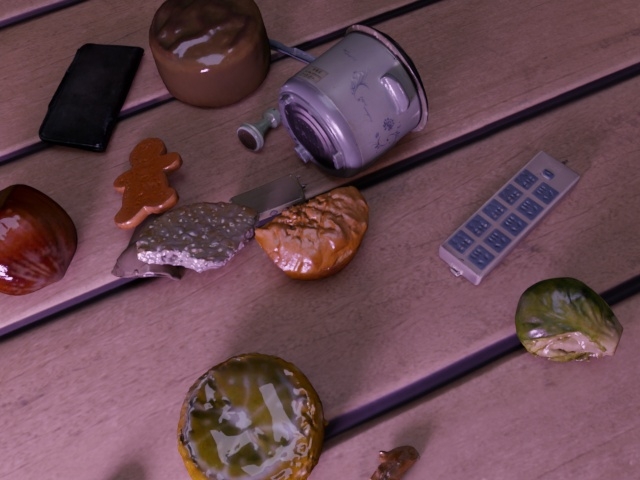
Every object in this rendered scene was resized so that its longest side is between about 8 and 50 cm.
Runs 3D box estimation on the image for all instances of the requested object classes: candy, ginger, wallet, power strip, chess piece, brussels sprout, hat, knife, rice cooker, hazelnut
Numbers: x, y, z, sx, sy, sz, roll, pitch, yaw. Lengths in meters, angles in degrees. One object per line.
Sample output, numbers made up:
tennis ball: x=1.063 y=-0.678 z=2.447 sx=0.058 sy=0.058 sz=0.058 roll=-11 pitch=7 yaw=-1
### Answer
candy: x=-0.118 y=0.322 z=1.161 sx=0.260 sy=0.118 sz=0.259 roll=-3 pitch=63 yaw=6
ginger: x=0.114 y=0.399 z=1.141 sx=0.057 sy=0.044 sz=0.137 roll=10 pitch=50 yaw=43
wallet: x=-0.543 y=-0.346 z=1.610 sx=0.172 sy=0.045 sz=0.318 roll=7 pitch=60 yaw=4
power strip: x=-0.106 y=-0.087 z=1.443 sx=0.169 sy=0.028 sz=0.076 roll=-21 pitch=61 yaw=-7
power strip: x=0.393 y=-0.057 z=1.387 sx=0.367 sy=0.043 sz=0.106 roll=-41 pitch=66 yaw=-19
chess piece: x=-0.133 y=-0.256 z=1.526 sx=0.067 sy=0.067 sz=0.103 roll=30 pitch=58 yaw=19
brussels sprout: x=0.445 y=0.138 z=1.219 sx=0.183 sy=0.131 sz=0.145 roll=2 pitch=65 yaw=10
hat: x=-0.354 y=0.006 z=1.370 sx=0.147 sy=0.085 sz=0.175 roll=0 pitch=61 yaw=5
knife: x=-0.070 y=-0.465 z=1.669 sx=0.210 sy=0.015 sz=0.028 roll=28 pitch=60 yaw=17
rice cooker: x=0.077 y=-0.293 z=1.423 sx=0.317 sy=0.264 sz=0.316 roll=-28 pitch=23 yaw=13
hazelnut: x=-0.600 y=0.003 z=1.351 sx=0.181 sy=0.181 sz=0.212 roll=15 pitch=56 yaw=44

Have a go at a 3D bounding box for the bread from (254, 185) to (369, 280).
bread: x=0.000 y=0.000 z=1.332 sx=0.229 sy=0.143 sz=0.139 roll=-26 pitch=73 yaw=-8

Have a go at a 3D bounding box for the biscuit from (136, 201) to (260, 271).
biscuit: x=-0.234 y=-0.007 z=1.338 sx=0.265 sy=0.040 sz=0.188 roll=-17 pitch=48 yaw=-24

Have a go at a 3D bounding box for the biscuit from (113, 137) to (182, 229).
biscuit: x=-0.369 y=-0.132 z=1.459 sx=0.165 sy=0.036 sz=0.250 roll=-23 pitch=46 yaw=8

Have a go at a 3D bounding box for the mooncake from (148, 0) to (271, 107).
mooncake: x=-0.262 y=-0.466 z=1.600 sx=0.284 sy=0.155 sz=0.284 roll=-3 pitch=61 yaw=6
